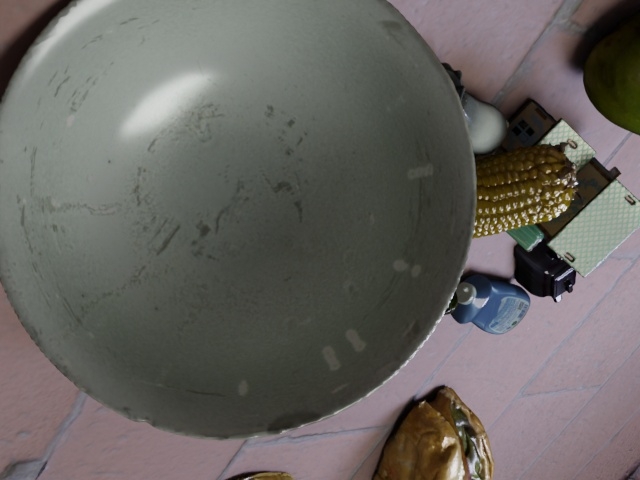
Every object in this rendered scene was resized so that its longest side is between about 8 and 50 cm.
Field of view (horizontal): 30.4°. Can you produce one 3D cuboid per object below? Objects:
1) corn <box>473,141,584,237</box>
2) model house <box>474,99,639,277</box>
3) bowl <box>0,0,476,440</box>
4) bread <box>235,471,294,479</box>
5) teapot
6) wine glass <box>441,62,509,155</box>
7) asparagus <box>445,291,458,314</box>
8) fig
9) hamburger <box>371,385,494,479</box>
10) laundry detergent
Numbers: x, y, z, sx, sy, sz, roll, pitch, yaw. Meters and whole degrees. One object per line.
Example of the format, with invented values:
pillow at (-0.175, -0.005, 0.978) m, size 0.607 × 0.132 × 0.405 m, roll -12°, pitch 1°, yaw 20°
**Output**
corn at (0.184, -0.045, 1.535) m, size 0.305 × 0.106 × 0.106 m, roll -17°, pitch 149°, yaw 3°
model house at (0.349, -0.053, 1.670) m, size 0.178 × 0.206 × 0.271 m, roll -46°, pitch 150°, yaw 10°
bowl at (-0.082, -0.040, 1.115) m, size 0.435 × 0.435 × 0.196 m, roll -37°, pitch -179°, yaw -4°
bread at (-0.109, 0.492, 1.984) m, size 0.179 × 0.133 × 0.250 m, roll -51°, pitch 150°, yaw 12°
teapot at (0.386, 0.048, 1.962) m, size 0.087 × 0.096 × 0.177 m, roll -33°, pitch 149°, yaw -10°
wine glass at (0.178, -0.160, 1.469) m, size 0.072 × 0.072 × 0.155 m, roll -45°, pitch 149°, yaw 11°
asparagus at (0.113, 0.057, 1.555) m, size 0.082 × 0.085 × 0.343 m, roll 5°, pitch 178°, yaw -8°
fig at (0.458, -0.221, 1.606) m, size 0.181 × 0.191 × 0.181 m, roll -45°, pitch -175°, yaw 5°
hamburger at (0.230, 0.449, 2.227) m, size 0.162 × 0.209 × 0.330 m, roll -17°, pitch 145°, yaw -34°
laundry detergent at (0.273, 0.103, 1.945) m, size 0.097 × 0.061 × 0.206 m, roll -41°, pitch 151°, yaw 17°
